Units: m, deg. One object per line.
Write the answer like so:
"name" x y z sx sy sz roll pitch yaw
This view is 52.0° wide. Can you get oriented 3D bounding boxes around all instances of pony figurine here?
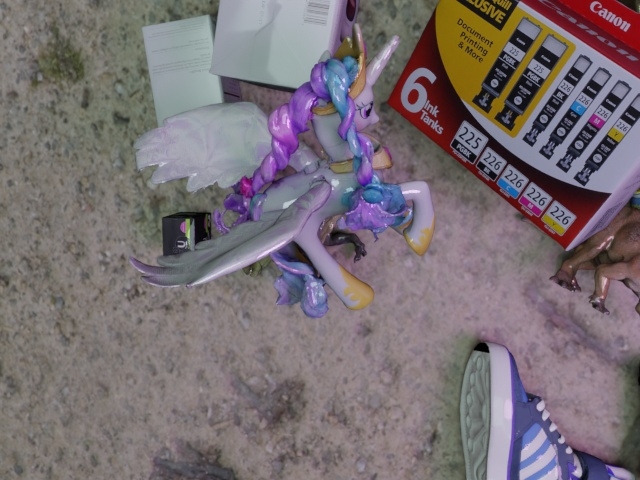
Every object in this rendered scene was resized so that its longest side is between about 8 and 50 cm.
"pony figurine" -0.029 -0.053 0.802 0.351 0.302 0.363 -25 137 3

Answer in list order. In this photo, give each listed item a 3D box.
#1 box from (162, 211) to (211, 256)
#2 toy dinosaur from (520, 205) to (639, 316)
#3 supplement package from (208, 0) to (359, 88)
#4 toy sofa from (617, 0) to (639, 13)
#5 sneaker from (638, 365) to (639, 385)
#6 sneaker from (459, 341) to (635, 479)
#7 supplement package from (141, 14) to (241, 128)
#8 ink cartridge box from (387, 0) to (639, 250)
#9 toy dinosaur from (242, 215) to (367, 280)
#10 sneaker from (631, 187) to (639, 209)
"box" -0.205 -0.010 1.014 0.052 0.083 0.062 2 98 9
"toy dinosaur" 0.422 0.004 0.868 0.127 0.296 0.200 20 104 -39
"supplement package" -0.037 -0.300 0.883 0.150 0.203 0.194 12 101 6
"toy sofa" 0.446 -0.293 0.836 0.177 0.150 0.362 -12 96 12
"sneaker" 0.508 0.243 0.940 0.130 0.109 0.286 24 90 12
"sneaker" 0.343 0.309 0.974 0.237 0.130 0.322 0 86 -9
"supplement package" -0.181 -0.225 0.967 0.105 0.105 0.179 -7 97 9
"ink cartridge box" 0.276 -0.196 0.788 0.309 0.130 0.271 44 129 23
"toy dinosaur" 0.000 0.000 0.998 0.268 0.064 0.118 -36 85 9
"sneaker" 0.508 -0.053 0.914 0.144 0.053 0.059 -4 100 17
